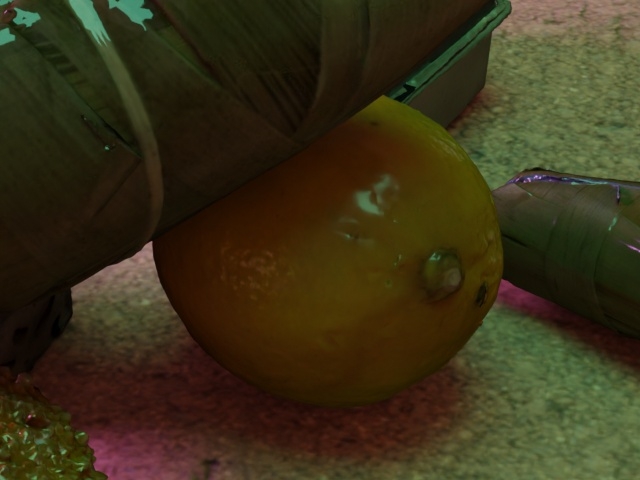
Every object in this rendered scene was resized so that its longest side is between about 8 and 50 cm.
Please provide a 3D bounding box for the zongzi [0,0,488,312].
[{"bbox_3d":[-0.147,-0.103,1.242,0.467,0.218,0.500,-16,11,-17],"label":"zongzi"}]

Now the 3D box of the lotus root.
[{"bbox_3d":[-0.270,0.057,1.312,0.144,0.070,0.143,5,34,8],"label":"lotus root"}]

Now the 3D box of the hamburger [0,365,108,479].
[{"bbox_3d":[-0.274,0.173,1.053,0.302,0.170,0.302,0,34,0],"label":"hamburger"}]

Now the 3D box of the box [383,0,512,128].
[{"bbox_3d":[0.019,-0.175,1.571,0.220,0.166,0.290,20,40,25],"label":"box"}]

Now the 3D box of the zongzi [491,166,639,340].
[{"bbox_3d":[0.275,-0.008,1.387,0.228,0.115,0.256,25,35,38],"label":"zongzi"}]

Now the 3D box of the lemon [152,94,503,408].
[{"bbox_3d":[0.003,0.001,1.256,0.236,0.236,0.263,-9,32,-14],"label":"lemon"}]
